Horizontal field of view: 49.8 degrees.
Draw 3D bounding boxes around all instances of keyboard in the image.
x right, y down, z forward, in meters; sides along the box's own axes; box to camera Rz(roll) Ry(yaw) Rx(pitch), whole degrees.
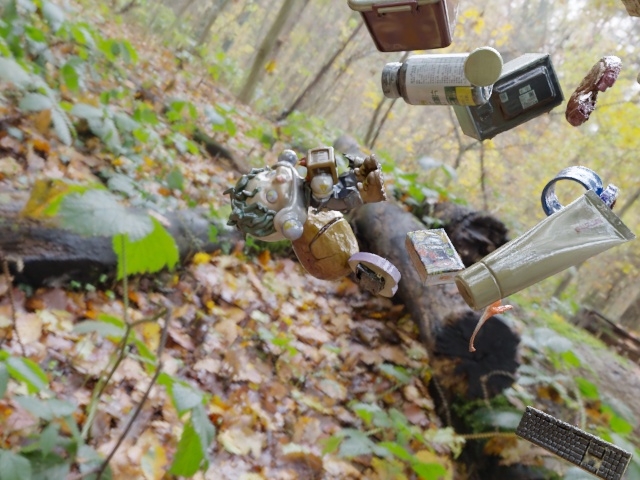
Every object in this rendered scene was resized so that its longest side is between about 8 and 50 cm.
[{"bbox_3d":[0.671,0.542,1.855,0.027,0.106,0.317,38,-13,-39],"label":"keyboard"}]

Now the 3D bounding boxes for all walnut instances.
[{"bbox_3d":[0.000,0.000,2.201,0.298,0.203,0.203,54,0,-19],"label":"walnut"}]

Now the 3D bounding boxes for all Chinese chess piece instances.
[{"bbox_3d":[0.348,-0.371,1.476,0.084,0.084,0.034,34,21,-1],"label":"Chinese chess piece"}]

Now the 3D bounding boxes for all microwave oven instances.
[{"bbox_3d":[0.591,-0.454,2.211,0.237,0.295,0.181,-104,168,-74],"label":"microwave oven"}]

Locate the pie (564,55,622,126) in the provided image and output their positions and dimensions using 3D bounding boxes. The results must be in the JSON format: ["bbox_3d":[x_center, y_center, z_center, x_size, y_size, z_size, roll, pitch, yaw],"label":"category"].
[{"bbox_3d":[0.780,-0.432,1.988,0.054,0.219,0.204,29,25,0],"label":"pie"}]

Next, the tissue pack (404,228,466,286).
[{"bbox_3d":[0.284,0.043,1.722,0.108,0.060,0.148,-7,46,-15],"label":"tissue pack"}]

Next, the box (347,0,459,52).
[{"bbox_3d":[0.175,-0.509,1.322,0.193,0.294,0.167,3,-23,20],"label":"box"}]

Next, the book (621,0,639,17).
[{"bbox_3d":[0.597,-0.413,1.117,0.201,0.026,0.289,37,0,-39],"label":"book"}]

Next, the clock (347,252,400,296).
[{"bbox_3d":[0.155,0.107,2.116,0.172,0.064,0.198,31,-22,13],"label":"clock"}]

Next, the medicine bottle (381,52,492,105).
[{"bbox_3d":[0.318,-0.445,1.911,0.293,0.142,0.141,7,-7,29],"label":"medicine bottle"}]

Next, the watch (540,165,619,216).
[{"bbox_3d":[0.775,-0.117,2.080,0.200,0.196,0.171,32,32,21],"label":"watch"}]

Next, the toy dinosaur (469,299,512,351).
[{"bbox_3d":[0.494,0.191,1.967,0.101,0.280,0.055,10,8,-32],"label":"toy dinosaur"}]

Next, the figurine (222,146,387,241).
[{"bbox_3d":[-0.043,-0.109,1.623,0.261,0.381,0.186,-90,162,-53],"label":"figurine"}]

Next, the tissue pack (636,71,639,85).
[{"bbox_3d":[0.898,-0.384,1.503,0.205,0.332,0.405,35,28,-7],"label":"tissue pack"}]

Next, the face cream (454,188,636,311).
[{"bbox_3d":[0.428,0.024,1.345,0.137,0.341,0.084,59,-5,34],"label":"face cream"}]
